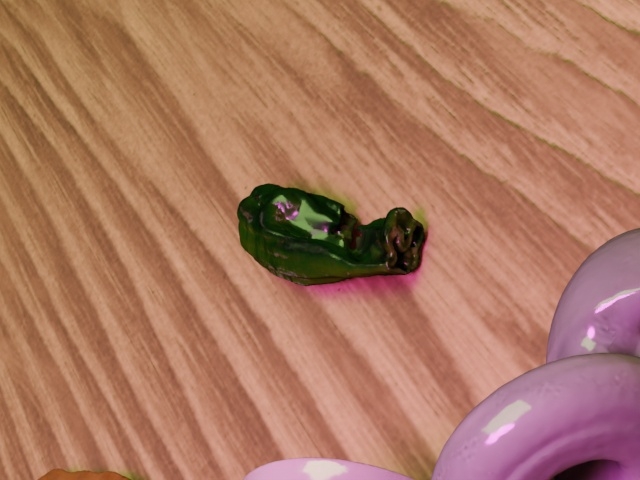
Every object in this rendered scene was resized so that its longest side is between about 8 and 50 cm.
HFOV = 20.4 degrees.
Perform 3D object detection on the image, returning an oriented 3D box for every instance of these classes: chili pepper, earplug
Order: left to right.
[{"bbox_3d":[0.001,-0.001,1.809,0.253,0.083,0.099,11,60,48],"label":"chili pepper"},{"bbox_3d":[0.213,0.123,1.331,0.175,0.214,0.325,27,59,38],"label":"earplug"}]

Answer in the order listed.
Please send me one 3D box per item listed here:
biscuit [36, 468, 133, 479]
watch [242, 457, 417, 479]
[{"bbox_3d":[-0.263,0.380,1.805,0.312,0.057,0.351,-53,36,-2],"label":"biscuit"},{"bbox_3d":[0.050,0.251,1.411,0.244,0.231,0.196,-16,44,38],"label":"watch"}]
